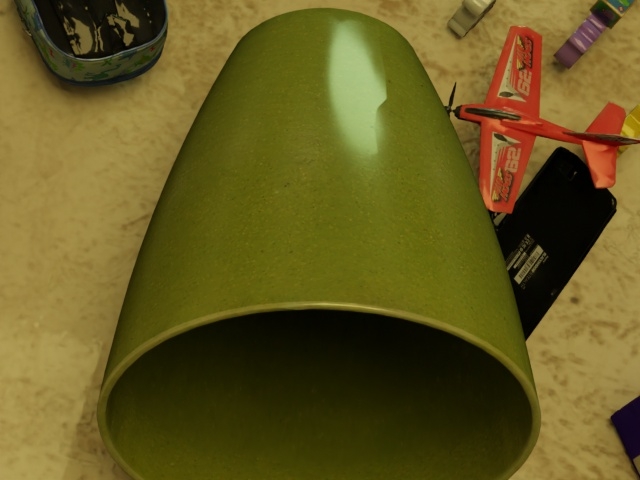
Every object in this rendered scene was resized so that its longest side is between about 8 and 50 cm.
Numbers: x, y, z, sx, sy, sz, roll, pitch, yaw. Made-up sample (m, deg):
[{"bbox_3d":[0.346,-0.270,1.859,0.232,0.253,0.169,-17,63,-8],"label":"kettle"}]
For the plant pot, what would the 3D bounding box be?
[{"bbox_3d":[0.000,0.000,1.261,0.274,0.275,0.293,8,53,-10],"label":"plant pot"}]

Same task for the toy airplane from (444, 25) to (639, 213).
[{"bbox_3d":[0.162,-0.083,1.389,0.151,0.028,0.151,0,70,0],"label":"toy airplane"}]

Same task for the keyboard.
[{"bbox_3d":[0.135,0.010,1.396,0.100,0.038,0.192,48,64,-19],"label":"keyboard"}]

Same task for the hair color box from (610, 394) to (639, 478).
[{"bbox_3d":[0.404,0.138,1.365,0.339,0.110,0.185,-19,76,-20],"label":"hair color box"}]

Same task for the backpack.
[{"bbox_3d":[-0.162,-0.166,1.354,0.105,0.084,0.114,-18,71,-18],"label":"backpack"}]

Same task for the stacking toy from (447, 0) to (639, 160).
[{"bbox_3d":[0.225,-0.179,1.471,0.167,0.052,0.221,44,65,3],"label":"stacking toy"}]
